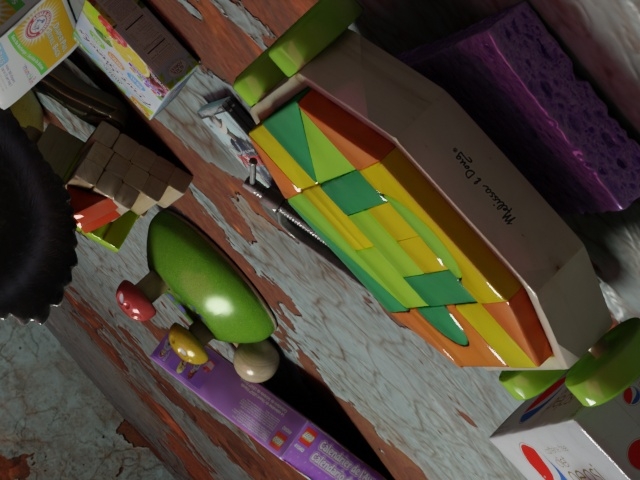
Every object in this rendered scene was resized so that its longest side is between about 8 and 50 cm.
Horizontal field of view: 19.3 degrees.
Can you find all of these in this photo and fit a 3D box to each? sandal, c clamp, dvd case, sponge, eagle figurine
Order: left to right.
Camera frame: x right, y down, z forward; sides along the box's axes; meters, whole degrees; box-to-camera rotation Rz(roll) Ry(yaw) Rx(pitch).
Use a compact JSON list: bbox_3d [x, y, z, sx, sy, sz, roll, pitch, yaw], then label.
[{"bbox_3d":[-0.381,-0.051,1.834,0.298,0.225,0.226,49,-175,-18],"label":"eagle figurine"},{"bbox_3d":[-0.274,-0.181,1.828,0.219,0.060,0.090,29,170,10],"label":"sandal"},{"bbox_3d":[-0.049,-0.067,1.540,0.119,0.013,0.087,50,167,-11],"label":"dvd case"},{"bbox_3d":[0.000,0.000,1.523,0.161,0.022,0.137,36,169,2],"label":"c clamp"},{"bbox_3d":[0.101,-0.064,1.038,0.117,0.031,0.210,49,168,-9],"label":"sponge"}]

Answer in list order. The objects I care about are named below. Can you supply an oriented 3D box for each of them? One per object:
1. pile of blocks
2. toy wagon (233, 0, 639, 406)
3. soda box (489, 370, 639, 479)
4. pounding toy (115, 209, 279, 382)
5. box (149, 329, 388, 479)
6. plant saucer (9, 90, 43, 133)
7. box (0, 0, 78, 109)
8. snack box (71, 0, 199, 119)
[{"bbox_3d":[-0.275,-0.041,1.930,0.149,0.112,0.362,40,160,-35],"label":"pile of blocks"},{"bbox_3d":[0.054,-0.012,1.120,0.267,0.068,0.344,48,168,-6],"label":"toy wagon"},{"bbox_3d":[0.186,0.131,1.270,0.074,0.069,0.216,46,166,0],"label":"soda box"},{"bbox_3d":[-0.145,0.080,2.068,0.183,0.110,0.237,41,166,24],"label":"pounding toy"},{"bbox_3d":[-0.054,0.218,2.234,0.293,0.057,0.201,31,173,48],"label":"box"},{"bbox_3d":[-0.442,-0.242,2.107,0.333,0.081,0.333,40,166,24],"label":"plant saucer"},{"bbox_3d":[-0.328,-0.235,1.712,0.203,0.103,0.114,42,167,17],"label":"box"},{"bbox_3d":[-0.154,-0.157,1.546,0.100,0.037,0.141,48,167,-4],"label":"snack box"}]
